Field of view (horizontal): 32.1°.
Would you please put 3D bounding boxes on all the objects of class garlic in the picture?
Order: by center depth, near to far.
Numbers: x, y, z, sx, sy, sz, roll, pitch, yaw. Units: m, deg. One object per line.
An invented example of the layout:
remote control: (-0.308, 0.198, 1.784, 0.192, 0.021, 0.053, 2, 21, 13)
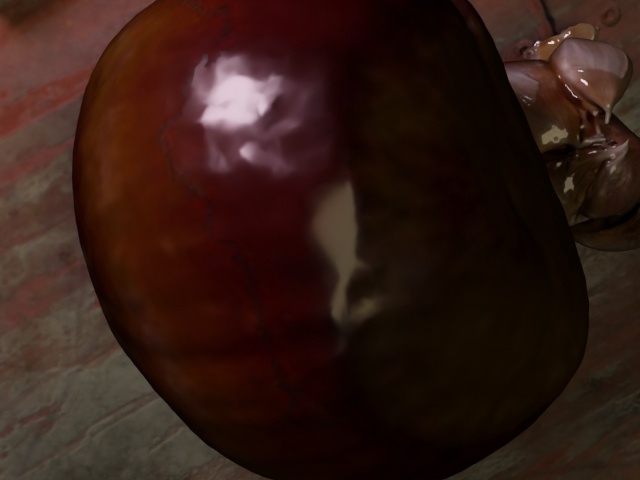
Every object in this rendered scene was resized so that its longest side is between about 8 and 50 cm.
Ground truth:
garlic: (0.220, -0.078, 1.028, 0.160, 0.191, 0.214, -7, 119, 14)

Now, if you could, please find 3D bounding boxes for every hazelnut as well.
hazelnut: (0.000, 0.000, 0.860, 0.402, 0.402, 0.429, -27, 112, -6)
